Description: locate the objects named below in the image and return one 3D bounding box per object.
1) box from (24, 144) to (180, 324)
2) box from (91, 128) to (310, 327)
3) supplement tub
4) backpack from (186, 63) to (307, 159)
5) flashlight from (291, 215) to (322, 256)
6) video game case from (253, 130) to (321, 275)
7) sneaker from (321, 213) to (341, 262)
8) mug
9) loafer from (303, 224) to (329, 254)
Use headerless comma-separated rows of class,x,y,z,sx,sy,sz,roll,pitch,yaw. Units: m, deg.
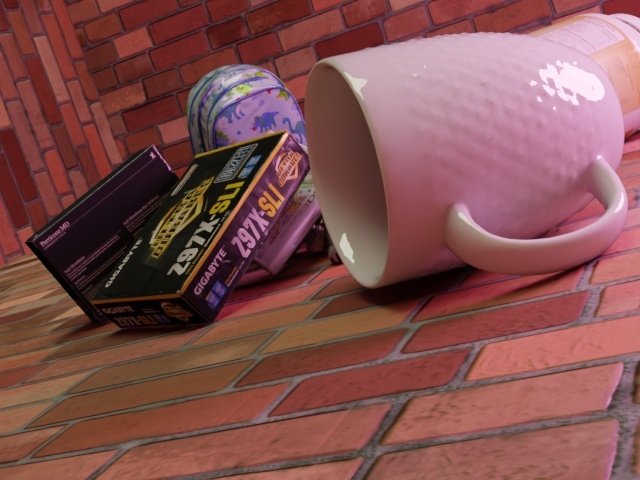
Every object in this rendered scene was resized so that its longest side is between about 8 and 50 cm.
box,-0.340,-0.011,1.692,0.261,0.184,0.103,-42,18,-19
box,-0.181,-0.014,1.516,0.257,0.079,0.322,-6,45,48
supplement tub,0.414,-0.250,1.660,0.316,0.228,0.228,-24,10,-31
backpack,-0.139,-0.199,2.086,0.290,0.356,0.273,-19,10,-8
flashlight,-0.065,-0.040,1.796,0.103,0.103,0.304,-20,10,8
video game case,-0.079,-0.068,1.615,0.206,0.026,0.227,-53,41,-6
sneaker,0.056,-0.041,1.554,0.083,0.098,0.224,-16,10,17
mug,0.196,-0.086,1.153,0.328,0.276,0.374,-14,38,-15
loafer,0.000,0.000,1.618,0.045,0.039,0.125,-62,10,5
